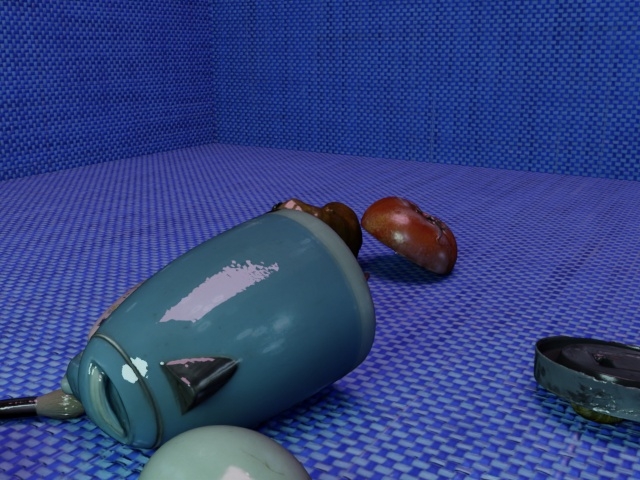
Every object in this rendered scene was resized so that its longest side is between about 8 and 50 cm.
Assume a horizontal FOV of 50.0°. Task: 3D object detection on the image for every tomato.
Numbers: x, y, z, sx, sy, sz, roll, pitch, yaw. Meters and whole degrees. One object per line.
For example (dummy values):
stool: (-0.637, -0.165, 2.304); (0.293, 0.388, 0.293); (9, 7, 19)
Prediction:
tomato: (0.200, -0.021, 1.471); (0.237, 0.095, 0.237); (29, 11, -6)

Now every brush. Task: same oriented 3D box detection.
brush: (-0.444, 0.220, 0.875); (0.299, 0.039, 0.042); (-5, 13, -5)

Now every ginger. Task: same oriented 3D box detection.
ginger: (0.000, 0.000, 1.434); (0.165, 0.172, 0.321); (-22, -7, 20)

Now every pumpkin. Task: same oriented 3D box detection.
pumpkin: (0.355, 0.218, 0.877); (0.083, 0.028, 0.050); (11, 9, -4)

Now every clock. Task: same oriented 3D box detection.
clock: (0.398, 0.181, 0.913); (0.226, 0.049, 0.226); (8, 8, -1)

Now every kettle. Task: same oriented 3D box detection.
kettle: (-0.156, 0.130, 0.876); (0.342, 0.247, 0.319); (-26, 11, -39)

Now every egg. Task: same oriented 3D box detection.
egg: (-0.081, 0.237, 0.589); (0.149, 0.149, 0.192); (-13, 15, -39)

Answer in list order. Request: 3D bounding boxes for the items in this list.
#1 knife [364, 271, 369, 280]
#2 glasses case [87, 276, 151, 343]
knife: (0.047, 0.094, 1.338); (0.035, 0.018, 0.247); (6, 15, 28)
glasses case: (-0.275, 0.120, 1.139); (0.122, 0.075, 0.314); (5, 16, 8)
